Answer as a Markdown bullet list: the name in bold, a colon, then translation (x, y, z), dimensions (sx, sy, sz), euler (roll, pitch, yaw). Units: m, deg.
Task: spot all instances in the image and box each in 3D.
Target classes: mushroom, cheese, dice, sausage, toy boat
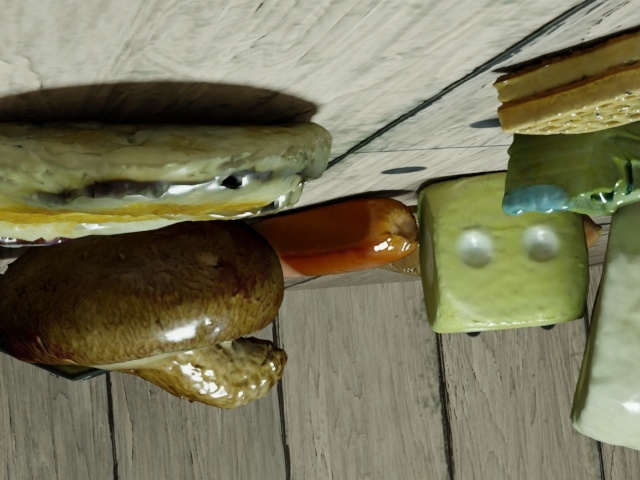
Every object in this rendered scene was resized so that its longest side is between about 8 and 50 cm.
- **mushroom**: translation (-0.203, 0.063, 1.568), dimensions (0.345, 0.239, 0.345), euler (-9, 153, -5)
- **cheese**: translation (0.345, 0.074, 1.505), dimensions (0.115, 0.318, 0.326), euler (10, 144, 8)
- **dice**: translation (0.202, 0.015, 1.574), dimensions (0.169, 0.169, 0.166), euler (-5, 175, -3)
- **sausage**: translation (0.000, 0.000, 1.679), dimensions (0.089, 0.083, 0.300), euler (7, 170, -43)
- **toy boat**: translation (0.244, -0.066, 1.260), dimensions (0.111, 0.084, 0.276), euler (-12, 175, 31)

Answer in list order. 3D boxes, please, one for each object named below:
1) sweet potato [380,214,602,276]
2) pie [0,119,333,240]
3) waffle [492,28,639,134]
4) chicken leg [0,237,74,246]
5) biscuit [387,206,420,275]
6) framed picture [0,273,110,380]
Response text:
- **sweet potato**: translation (0.183, 0.009, 1.868), dimensions (0.385, 0.109, 0.109), euler (-6, 175, 13)
- **pie**: translation (-0.146, -0.049, 1.060), dimensions (0.339, 0.077, 0.339), euler (-5, 178, 0)
- **waffle**: translation (0.202, -0.107, 0.954), dimensions (0.102, 0.042, 0.148), euler (-1, 173, -40)
- **chicken leg**: translation (-0.268, -0.024, 1.322), dimensions (0.205, 0.053, 0.093), euler (-3, 167, -35)
- **biscuit**: translation (0.112, -0.006, 1.796), dimensions (0.130, 0.019, 0.119), euler (-28, 123, 35)
- **framed picture**: translation (-0.382, 0.097, 1.765), dimensions (0.338, 0.014, 0.255), euler (19, -169, 20)
